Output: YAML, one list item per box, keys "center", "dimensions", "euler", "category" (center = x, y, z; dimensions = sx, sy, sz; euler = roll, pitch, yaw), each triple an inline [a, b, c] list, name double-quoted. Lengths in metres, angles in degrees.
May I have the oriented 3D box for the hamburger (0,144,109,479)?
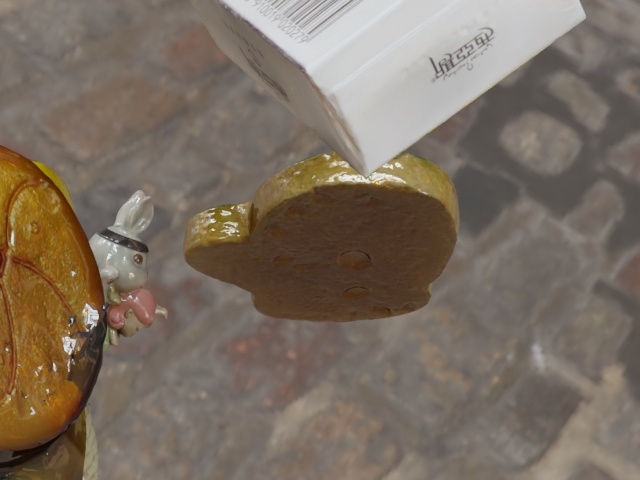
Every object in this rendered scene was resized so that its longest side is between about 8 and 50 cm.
- center: [-0.230, 0.044, 0.997]
  dimensions: [0.262, 0.139, 0.243]
  euler: [22, 58, -46]
  category: "hamburger"

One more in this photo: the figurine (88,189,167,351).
- center: [-0.179, 0.037, 1.475]
  dimensions: [0.146, 0.098, 0.081]
  euler: [-44, 42, -10]
  category: "figurine"

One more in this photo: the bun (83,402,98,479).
- center: [-0.337, 0.268, 1.602]
  dimensions: [0.211, 0.359, 0.359]
  euler: [3, 40, 9]
  category: "bun"

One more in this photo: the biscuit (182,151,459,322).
- center: [0.000, -0.002, 1.803]
  dimensions: [0.287, 0.343, 0.057]
  euler: [-2, 64, -3]
  category: "biscuit"

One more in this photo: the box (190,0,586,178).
- center: [0.031, -0.182, 1.218]
  dimensions: [0.194, 0.111, 0.260]
  euler: [-36, 35, -6]
  category: "box"
